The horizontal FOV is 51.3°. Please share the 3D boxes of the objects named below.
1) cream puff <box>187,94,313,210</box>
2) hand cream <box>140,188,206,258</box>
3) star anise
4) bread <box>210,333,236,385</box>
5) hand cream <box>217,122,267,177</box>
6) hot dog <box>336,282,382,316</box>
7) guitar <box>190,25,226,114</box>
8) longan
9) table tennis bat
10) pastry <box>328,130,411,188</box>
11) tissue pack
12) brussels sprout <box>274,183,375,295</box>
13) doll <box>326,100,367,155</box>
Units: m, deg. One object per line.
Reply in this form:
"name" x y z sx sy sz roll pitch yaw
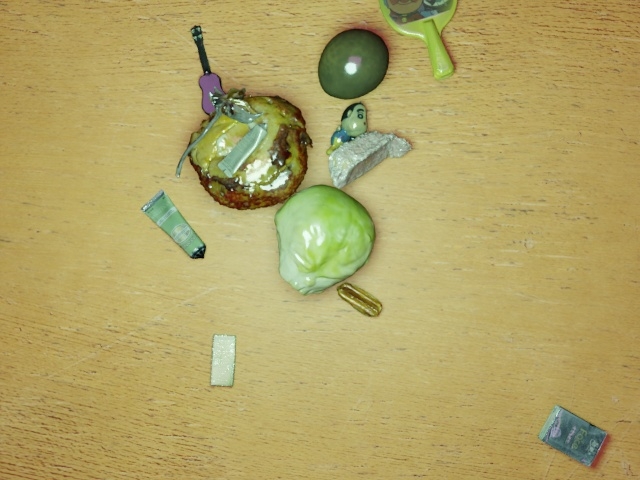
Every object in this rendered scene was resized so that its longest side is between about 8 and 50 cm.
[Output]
"cream puff" -0.179 -0.229 1.829 0.350 0.229 0.351 -8 65 17
"hand cream" -0.416 -0.036 1.927 0.086 0.055 0.235 -42 82 -2
"star anise" -0.272 -0.279 1.747 0.148 0.218 0.227 37 124 1
"bread" -0.282 0.348 1.935 0.068 0.028 0.154 2 89 1
"hand cream" -0.193 -0.235 1.699 0.165 0.037 0.057 -48 64 4
"hot dog" 0.110 0.170 1.923 0.144 0.038 0.062 31 93 3
"guitar" -0.330 -0.495 1.928 0.083 0.038 0.271 -15 90 0
"longan" 0.090 -0.489 1.849 0.212 0.198 0.198 -31 90 2
"table tennis bat" 0.299 -0.638 1.910 0.224 0.054 0.369 -17 86 2
"pastry" 0.121 -0.239 1.856 0.265 0.103 0.112 -25 64 -32
"tissue pack" 0.720 0.557 1.907 0.156 0.051 0.112 29 90 1
"brussels sprout" -0.001 -0.013 1.821 0.316 0.242 0.274 -32 113 -21
"doll" 0.082 -0.313 1.901 0.088 0.102 0.179 23 92 40
